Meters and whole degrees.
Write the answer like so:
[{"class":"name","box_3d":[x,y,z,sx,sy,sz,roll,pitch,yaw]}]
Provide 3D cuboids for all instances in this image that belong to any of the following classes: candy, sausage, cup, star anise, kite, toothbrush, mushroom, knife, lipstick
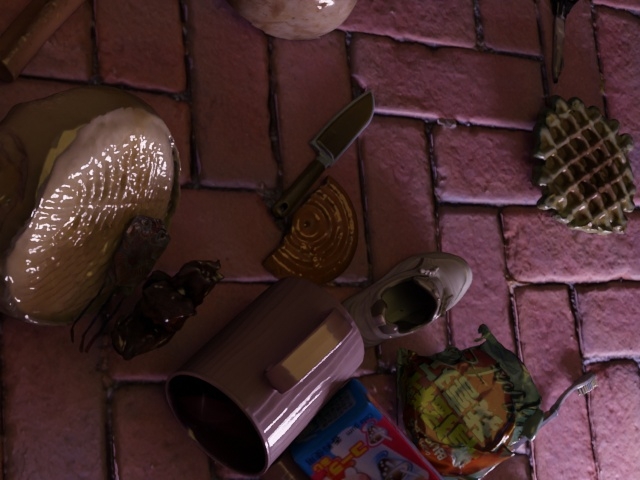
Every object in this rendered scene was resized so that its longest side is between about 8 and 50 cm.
[{"class":"candy","box_3d":[0.095,0.391,1.671,0.157,0.100,0.306,-39,112,1]},{"class":"sausage","box_3d":[-0.426,-0.372,1.613,0.066,0.066,0.301,42,60,-17]},{"class":"cup","box_3d":[-0.081,0.192,1.571,0.208,0.288,0.273,34,53,20]},{"class":"star anise","box_3d":[-0.242,0.099,1.537,0.099,0.220,0.214,49,50,1]},{"class":"kite","box_3d":[-0.303,0.063,1.498,0.229,0.016,0.127,-58,154,-12]},{"class":"toothbrush","box_3d":[0.430,0.358,1.981,0.375,0.028,0.037,-29,102,-33]},{"class":"mushroom","box_3d":[-0.036,-0.483,1.799,0.254,0.189,0.195,13,73,-37]},{"class":"knife","box_3d":[0.009,-0.168,1.849,0.061,0.027,0.343,46,60,-10]},{"class":"lipstick","box_3d":[-0.007,0.460,1.671,0.070,0.070,0.254,-41,101,-31]}]

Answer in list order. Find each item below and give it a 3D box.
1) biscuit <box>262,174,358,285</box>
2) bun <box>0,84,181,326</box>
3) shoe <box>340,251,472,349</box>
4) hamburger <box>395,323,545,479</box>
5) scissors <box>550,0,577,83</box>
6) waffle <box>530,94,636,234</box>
[{"class":"biscuit","box_3d":[0.001,0.000,1.802,0.144,0.033,0.224,46,61,-14]},{"class":"bun","box_3d":[-0.379,-0.064,1.457,0.202,0.364,0.364,32,56,25]},{"class":"shoe","box_3d":[0.182,0.098,1.817,0.316,0.159,0.124,-28,93,-30]},{"class":"hamburger","box_3d":[0.258,0.309,1.838,0.276,0.150,0.260,-13,68,-17]},{"class":"scissors","box_3d":[0.533,-0.487,2.238,0.109,0.022,0.300,15,72,-24]},{"class":"waffle","box_3d":[0.565,-0.159,2.161,0.309,0.056,0.291,15,72,-28]}]
